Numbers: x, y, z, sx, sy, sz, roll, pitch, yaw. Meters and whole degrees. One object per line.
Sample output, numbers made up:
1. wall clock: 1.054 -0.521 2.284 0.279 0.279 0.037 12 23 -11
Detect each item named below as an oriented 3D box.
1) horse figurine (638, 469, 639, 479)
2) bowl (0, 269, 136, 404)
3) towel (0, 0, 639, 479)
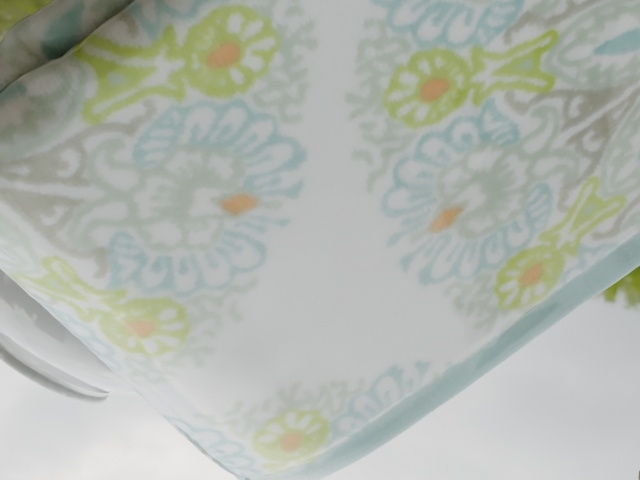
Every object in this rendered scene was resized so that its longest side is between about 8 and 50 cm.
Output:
1. horse figurine: 0.266 0.119 0.615 0.263 0.174 0.066 -19 -135 15
2. bowl: -0.240 0.068 1.265 0.297 0.134 0.298 32 -177 -2
3. towel: 0.036 -0.055 0.646 0.374 0.320 0.090 -36 -138 1
